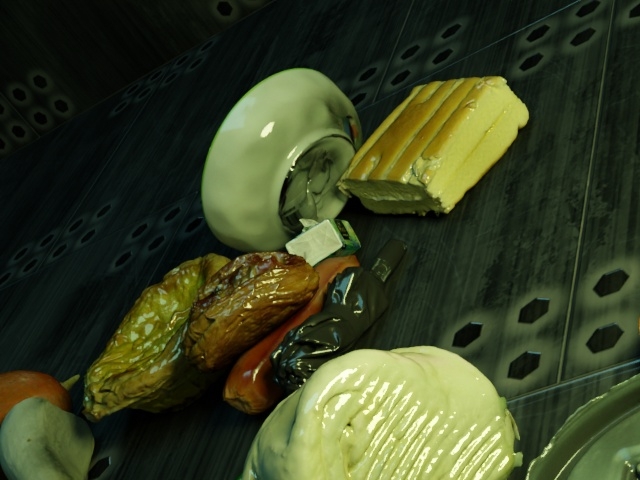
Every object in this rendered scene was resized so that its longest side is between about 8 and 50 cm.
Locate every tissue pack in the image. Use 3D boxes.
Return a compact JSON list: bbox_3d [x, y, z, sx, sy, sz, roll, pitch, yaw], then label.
[{"bbox_3d":[0.000,-0.001,1.985,0.085,0.079,0.111,-32,-10,14],"label":"tissue pack"}]

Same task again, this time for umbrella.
[{"bbox_3d":[0.041,0.103,1.786,0.118,0.118,0.340,-18,22,41],"label":"umbrella"}]

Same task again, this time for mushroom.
[{"bbox_3d":[-0.398,0.358,1.918,0.329,0.159,0.122,-127,44,-60],"label":"mushroom"}]

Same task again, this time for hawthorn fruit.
[{"bbox_3d":[-0.507,0.300,2.140,0.251,0.199,0.199,-33,17,-30],"label":"hawthorn fruit"}]

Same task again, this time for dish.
[{"bbox_3d":[-0.031,-0.106,2.057,0.124,0.324,0.324,31,70,36],"label":"dish"}]

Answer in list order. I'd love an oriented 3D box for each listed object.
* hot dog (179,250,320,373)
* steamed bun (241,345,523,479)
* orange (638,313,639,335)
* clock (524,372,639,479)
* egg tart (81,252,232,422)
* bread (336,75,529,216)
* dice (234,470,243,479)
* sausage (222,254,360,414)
[{"bbox_3d":[-0.107,0.093,1.796,0.227,0.099,0.160,-35,22,-2],"label":"hot dog"},{"bbox_3d":[0.043,0.241,1.278,0.207,0.280,0.268,-14,74,59],"label":"steamed bun"},{"bbox_3d":[0.378,0.093,1.328,0.086,0.062,0.086,-9,78,53],"label":"orange"},{"bbox_3d":[0.320,0.239,1.143,0.325,0.067,0.325,-32,25,17],"label":"clock"},{"bbox_3d":[-0.234,0.168,2.020,0.341,0.129,0.341,-33,24,17],"label":"egg tart"},{"bbox_3d":[0.176,-0.144,1.998,0.246,0.111,0.239,-49,23,-19],"label":"bread"},{"bbox_3d":[-0.021,0.310,1.440,0.131,0.128,0.120,-43,24,-11],"label":"dice"},{"bbox_3d":[-0.036,0.133,1.849,0.300,0.083,0.089,-50,13,-29],"label":"sausage"}]
